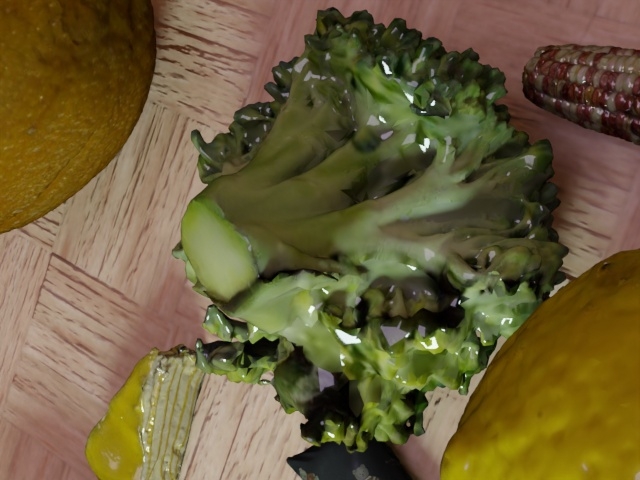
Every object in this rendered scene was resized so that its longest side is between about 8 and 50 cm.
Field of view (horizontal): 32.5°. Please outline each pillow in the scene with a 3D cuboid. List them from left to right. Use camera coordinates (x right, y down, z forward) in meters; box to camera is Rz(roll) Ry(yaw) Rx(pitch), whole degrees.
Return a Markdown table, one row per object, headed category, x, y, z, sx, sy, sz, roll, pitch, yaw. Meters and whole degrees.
| category | x | y | z | sx | sy | sz | roll | pitch | yaw |
| --- | --- | --- | --- | --- | --- | --- | --- | --- | --- |
| pillow | 0.040 | 0.215 | 0.935 | 0.090 | 0.048 | 0.150 | -52 | 58 | 24 |

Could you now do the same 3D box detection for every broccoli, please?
| category | x | y | z | sx | sy | sz | roll | pitch | yaw |
| --- | --- | --- | --- | --- | --- | --- | --- | --- | --- |
| broccoli | 0.019 | -0.005 | 0.874 | 0.334 | 0.272 | 0.324 | 65 | 159 | 13 |

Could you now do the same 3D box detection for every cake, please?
| category | x | y | z | sx | sy | sz | roll | pitch | yaw |
| --- | --- | --- | --- | --- | --- | --- | --- | --- | --- |
| cake | -0.165 | 0.199 | 1.067 | 0.185 | 0.079 | 0.116 | -45 | 60 | 19 |

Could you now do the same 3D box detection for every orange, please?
| category | x | y | z | sx | sy | sz | roll | pitch | yaw |
| --- | --- | --- | --- | --- | --- | --- | --- | --- | --- |
| orange | -0.330 | -0.175 | 1.068 | 0.357 | 0.322 | 0.322 | -37 | 66 | 21 |

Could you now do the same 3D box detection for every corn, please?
| category | x | y | z | sx | sy | sz | roll | pitch | yaw |
| --- | --- | --- | --- | --- | --- | --- | --- | --- | --- |
| corn | 0.256 | -0.102 | 0.795 | 0.237 | 0.079 | 0.079 | 22 | 99 | 38 |

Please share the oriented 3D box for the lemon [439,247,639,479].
| category | x | y | z | sx | sy | sz | roll | pitch | yaw |
| --- | --- | --- | --- | --- | --- | --- | --- | --- | --- |
| lemon | 0.247 | 0.175 | 0.609 | 0.350 | 0.350 | 0.387 | -35 | 58 | 28 |
